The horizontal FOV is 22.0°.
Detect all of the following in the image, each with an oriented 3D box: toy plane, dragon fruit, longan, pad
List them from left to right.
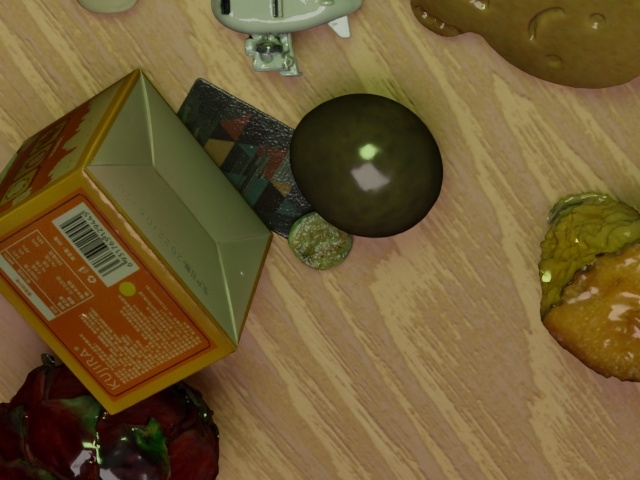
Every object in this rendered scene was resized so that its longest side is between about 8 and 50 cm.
[{"bbox_3d":[-0.280,0.292,2.088,0.329,0.329,0.329,3,121,5],"label":"dragon fruit"},{"bbox_3d":[-0.089,-0.096,2.020,0.211,0.003,0.143,28,119,-9],"label":"pad"},{"bbox_3d":[-0.038,-0.270,1.867,0.174,0.080,0.174,2,103,7],"label":"toy plane"},{"bbox_3d":[0.051,-0.083,1.929,0.185,0.159,0.204,30,159,5],"label":"longan"}]

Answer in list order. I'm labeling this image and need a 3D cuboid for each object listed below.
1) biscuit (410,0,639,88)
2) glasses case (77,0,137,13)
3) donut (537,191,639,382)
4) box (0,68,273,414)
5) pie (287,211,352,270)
[{"bbox_3d":[0.204,-0.276,1.776,0.355,0.052,0.275,33,151,-13],"label":"biscuit"},{"bbox_3d":[-0.249,-0.352,1.860,0.083,0.050,0.196,-2,120,5],"label":"glasses case"},{"bbox_3d":[0.472,-0.025,1.907,0.377,0.163,0.435,26,118,-10],"label":"donut"},{"bbox_3d":[-0.234,0.003,1.945,0.213,0.259,0.283,-28,113,23],"label":"box"},{"bbox_3d":[0.002,0.000,2.054,0.084,0.021,0.084,1,120,1],"label":"pie"}]
